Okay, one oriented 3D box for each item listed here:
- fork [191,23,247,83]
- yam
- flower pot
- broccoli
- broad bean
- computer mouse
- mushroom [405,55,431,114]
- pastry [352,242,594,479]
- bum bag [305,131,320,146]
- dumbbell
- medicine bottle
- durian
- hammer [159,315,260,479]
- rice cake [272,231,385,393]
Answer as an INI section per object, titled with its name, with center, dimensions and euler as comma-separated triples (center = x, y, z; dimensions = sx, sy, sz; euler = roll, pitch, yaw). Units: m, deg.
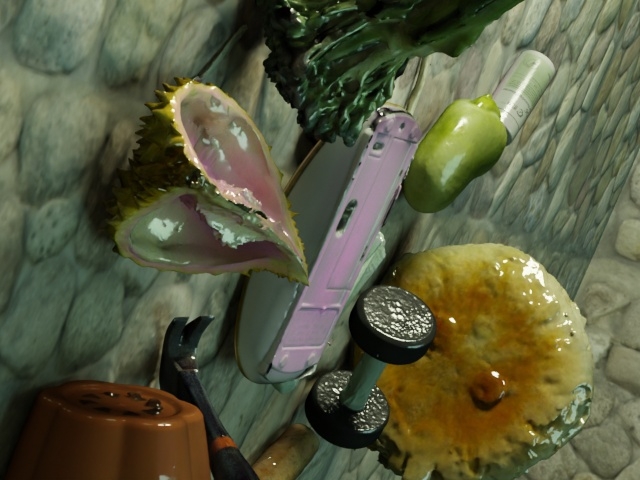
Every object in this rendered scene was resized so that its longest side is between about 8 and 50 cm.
[fork]
center = -0.088, -0.140, 1.366
dimensions = 0.016, 0.012, 0.115
euler = 98, 19, -51
[yam]
center = -0.070, 0.277, 1.892
dimensions = 0.241, 0.057, 0.056
euler = -42, 151, -55
[flower pot]
center = -0.171, 0.207, 1.331
dimensions = 0.191, 0.191, 0.173
euler = -14, 113, -68
[broccoli]
center = 0.092, -0.197, 1.375
dimensions = 0.165, 0.304, 0.145
euler = 59, 22, -20
[broad bean]
center = 0.165, -0.106, 2.019
dimensions = 0.174, 0.082, 0.124
euler = -48, 157, -47
[computer mouse]
center = 0.000, 0.000, 1.687
dimensions = 0.158, 0.072, 0.310
euler = 5, 111, -64
[mushroom]
center = 0.100, -0.141, 1.892
dimensions = 0.028, 0.026, 0.286
euler = -15, 131, -48
[pastry]
center = 0.188, 0.160, 2.075
dimensions = 0.329, 0.330, 0.136
euler = -64, 162, -5
[bum bag]
center = 0.035, -0.158, 1.681
dimensions = 0.159, 0.026, 0.109
euler = -58, 162, -6
[dumbbell]
center = 0.057, 0.147, 1.946
dimensions = 0.100, 0.100, 0.191
euler = -45, 166, -49
[medicine bottle]
center = 0.240, -0.165, 2.204
dimensions = 0.199, 0.058, 0.057
euler = -54, 159, -30
[durian]
center = -0.086, -0.039, 1.292
dimensions = 0.182, 0.132, 0.165
euler = -8, 116, -48
[hammer]
center = -0.088, 0.162, 1.412
dimensions = 0.290, 0.037, 0.137
euler = -130, -139, -61
[rice cake]
center = 0.006, 0.062, 1.845
dimensions = 0.221, 0.042, 0.080
euler = -54, 155, -29
